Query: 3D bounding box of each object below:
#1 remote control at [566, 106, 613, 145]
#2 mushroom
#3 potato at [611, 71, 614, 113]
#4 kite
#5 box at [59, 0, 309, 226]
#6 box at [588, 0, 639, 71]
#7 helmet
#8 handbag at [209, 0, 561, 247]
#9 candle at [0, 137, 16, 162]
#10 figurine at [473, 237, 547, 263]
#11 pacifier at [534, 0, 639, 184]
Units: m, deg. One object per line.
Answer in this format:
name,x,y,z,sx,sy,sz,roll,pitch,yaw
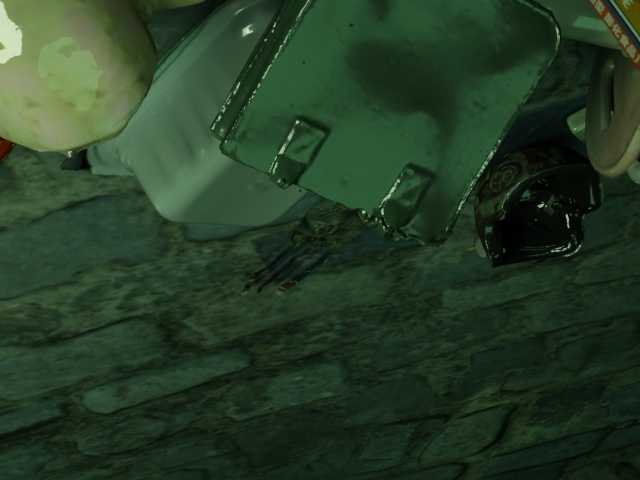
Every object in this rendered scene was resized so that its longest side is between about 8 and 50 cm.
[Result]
remote control,0.370,-0.134,2.030,0.087,0.029,0.190,-28,156,16
mushroom,-0.211,-0.176,1.281,0.236,0.162,0.173,-25,158,4
potato,0.434,-0.198,1.794,0.262,0.165,0.165,-21,156,-2
kite,-0.001,-0.001,2.014,0.141,0.015,0.245,8,140,-46
box,-0.055,-0.116,1.614,0.264,0.106,0.337,3,146,-43
box,0.367,-0.287,1.259,0.257,0.348,0.318,-23,161,-30
helmet,0.255,-0.056,2.012,0.153,0.107,0.177,-6,133,-26
handbag,0.060,-0.141,1.474,0.247,0.079,0.260,23,104,-28
candle,-0.282,-0.117,1.493,0.051,0.048,0.329,-16,159,-48
figurine,0.265,-0.004,2.199,0.129,0.054,0.072,5,131,-34
pacifier,0.306,-0.210,1.602,0.220,0.273,0.332,-39,167,-33
